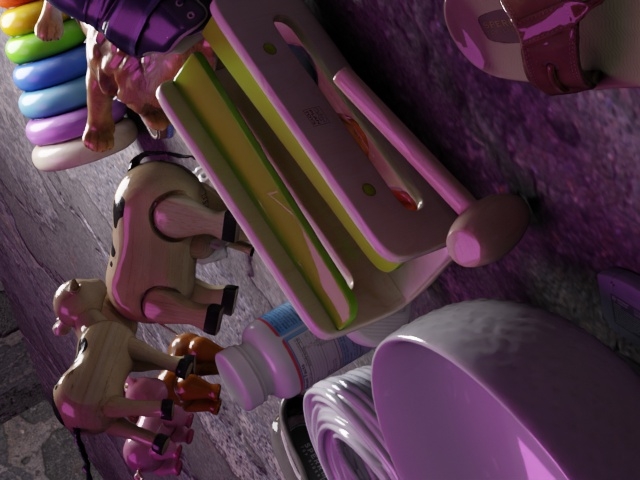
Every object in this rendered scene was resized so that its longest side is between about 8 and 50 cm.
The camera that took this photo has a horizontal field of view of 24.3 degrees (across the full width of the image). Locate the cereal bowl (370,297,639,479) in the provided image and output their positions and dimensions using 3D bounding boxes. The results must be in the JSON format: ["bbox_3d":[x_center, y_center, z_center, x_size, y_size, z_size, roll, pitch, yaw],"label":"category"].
[{"bbox_3d":[0.189,0.184,1.103,0.339,0.141,0.339,50,158,29],"label":"cereal bowl"}]

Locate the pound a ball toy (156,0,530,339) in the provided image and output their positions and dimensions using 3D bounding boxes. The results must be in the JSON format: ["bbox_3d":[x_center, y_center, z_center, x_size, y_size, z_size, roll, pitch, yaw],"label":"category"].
[{"bbox_3d":[0.031,-0.075,1.203,0.319,0.135,0.208,55,135,16],"label":"pound a ball toy"}]

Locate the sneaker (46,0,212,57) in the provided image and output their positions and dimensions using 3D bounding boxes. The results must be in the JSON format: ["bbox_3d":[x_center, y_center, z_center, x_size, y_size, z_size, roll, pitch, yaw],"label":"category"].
[{"bbox_3d":[-0.127,-0.263,1.269,0.163,0.226,0.086,36,-167,8],"label":"sneaker"}]

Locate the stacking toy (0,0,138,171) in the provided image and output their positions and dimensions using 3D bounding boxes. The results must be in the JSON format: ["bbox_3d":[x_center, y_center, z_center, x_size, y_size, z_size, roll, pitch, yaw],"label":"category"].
[{"bbox_3d":[-0.343,-0.261,1.873,0.141,0.141,0.330,15,124,64],"label":"stacking toy"}]

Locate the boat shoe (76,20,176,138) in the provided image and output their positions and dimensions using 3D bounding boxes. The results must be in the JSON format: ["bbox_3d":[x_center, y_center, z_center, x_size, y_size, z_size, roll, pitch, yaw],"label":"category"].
[{"bbox_3d":[-0.230,-0.194,1.738,0.183,0.066,0.066,66,161,-14],"label":"boat shoe"}]

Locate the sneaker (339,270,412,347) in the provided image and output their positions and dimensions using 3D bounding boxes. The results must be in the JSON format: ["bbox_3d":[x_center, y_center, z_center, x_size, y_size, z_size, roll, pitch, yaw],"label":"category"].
[{"bbox_3d":[0.000,-0.001,1.386,0.256,0.094,0.151,65,157,17],"label":"sneaker"}]

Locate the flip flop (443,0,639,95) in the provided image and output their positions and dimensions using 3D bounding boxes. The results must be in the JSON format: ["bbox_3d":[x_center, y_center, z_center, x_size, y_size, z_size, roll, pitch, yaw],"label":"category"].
[{"bbox_3d":[0.136,-0.130,0.881,0.112,0.080,0.277,66,161,-14],"label":"flip flop"}]

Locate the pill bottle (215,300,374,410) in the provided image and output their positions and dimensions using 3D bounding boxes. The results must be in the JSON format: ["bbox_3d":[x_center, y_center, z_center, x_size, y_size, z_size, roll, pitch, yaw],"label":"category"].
[{"bbox_3d":[-0.021,0.103,1.490,0.087,0.160,0.087,50,158,29],"label":"pill bottle"}]

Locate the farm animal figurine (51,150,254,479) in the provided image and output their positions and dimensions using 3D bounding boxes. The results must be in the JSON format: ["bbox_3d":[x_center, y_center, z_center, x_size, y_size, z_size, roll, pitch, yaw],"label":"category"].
[{"bbox_3d":[-0.181,0.064,1.488,0.172,0.327,0.330,14,178,6],"label":"farm animal figurine"}]

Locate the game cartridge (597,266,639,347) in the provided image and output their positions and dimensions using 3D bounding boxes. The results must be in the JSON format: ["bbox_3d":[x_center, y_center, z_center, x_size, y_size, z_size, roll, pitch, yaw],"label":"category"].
[{"bbox_3d":[0.224,0.052,1.020,0.083,0.017,0.056,37,154,49],"label":"game cartridge"}]

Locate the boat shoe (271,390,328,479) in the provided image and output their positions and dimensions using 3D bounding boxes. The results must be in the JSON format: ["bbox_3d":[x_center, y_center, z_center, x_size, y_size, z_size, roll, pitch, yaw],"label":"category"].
[{"bbox_3d":[0.040,0.314,1.714,0.335,0.112,0.095,53,165,30],"label":"boat shoe"}]

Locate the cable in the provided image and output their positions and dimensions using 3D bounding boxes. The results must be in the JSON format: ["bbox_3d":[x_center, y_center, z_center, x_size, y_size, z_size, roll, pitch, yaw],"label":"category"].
[{"bbox_3d":[0.081,0.248,1.553,0.257,0.089,0.257,60,162,4],"label":"cable"}]

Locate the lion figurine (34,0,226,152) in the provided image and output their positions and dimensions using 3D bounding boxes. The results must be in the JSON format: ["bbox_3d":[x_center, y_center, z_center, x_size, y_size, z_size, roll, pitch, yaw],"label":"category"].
[{"bbox_3d":[-0.206,-0.254,1.492,0.392,0.142,0.240,56,150,28],"label":"lion figurine"}]
